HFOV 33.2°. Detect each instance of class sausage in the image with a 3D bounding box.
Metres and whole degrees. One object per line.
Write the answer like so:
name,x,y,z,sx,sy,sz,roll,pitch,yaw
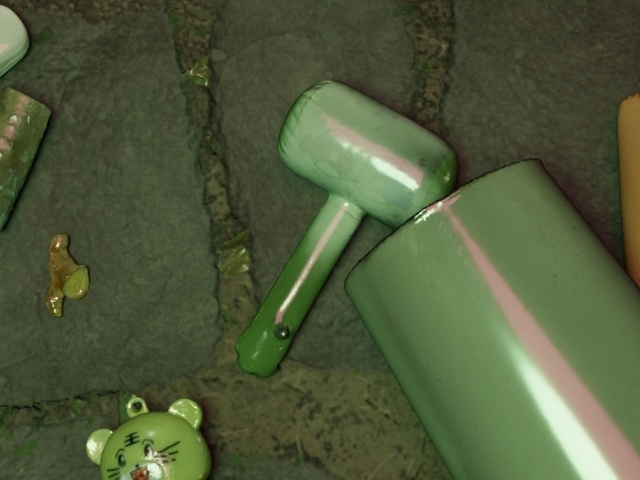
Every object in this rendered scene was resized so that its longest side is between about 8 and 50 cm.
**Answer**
sausage,0.377,-0.030,1.192,0.086,0.086,0.289,-1,78,1

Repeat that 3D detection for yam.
yam,-0.367,-0.088,1.233,0.068,0.068,0.169,21,77,6

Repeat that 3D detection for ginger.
ginger,-0.288,0.038,1.218,0.048,0.030,0.097,0,78,3

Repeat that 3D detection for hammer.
hammer,0.000,0.000,1.189,0.206,0.119,0.335,29,85,9

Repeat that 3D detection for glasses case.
glasses case,-0.434,-0.203,1.268,0.197,0.049,0.076,-38,78,-7

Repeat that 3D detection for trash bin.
trash bin,0.237,0.160,1.059,0.280,0.280,0.432,-31,75,-6

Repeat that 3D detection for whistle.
whistle,-0.152,0.297,1.116,0.131,0.106,0.288,-21,77,3
